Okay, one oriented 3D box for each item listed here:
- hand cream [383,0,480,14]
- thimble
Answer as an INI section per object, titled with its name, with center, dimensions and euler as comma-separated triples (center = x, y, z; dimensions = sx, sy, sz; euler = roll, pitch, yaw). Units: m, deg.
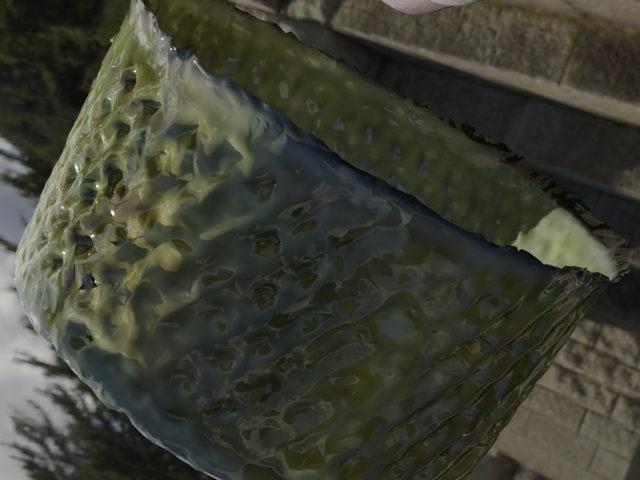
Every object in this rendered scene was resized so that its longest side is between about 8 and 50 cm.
[hand cream]
center = 0.106, -0.187, 0.551
dimensions = 0.133, 0.083, 0.248
euler = 36, 167, -22
[thimble]
center = 0.000, 0.000, 0.505
dimensions = 0.270, 0.150, 0.271
euler = 28, -163, -9
